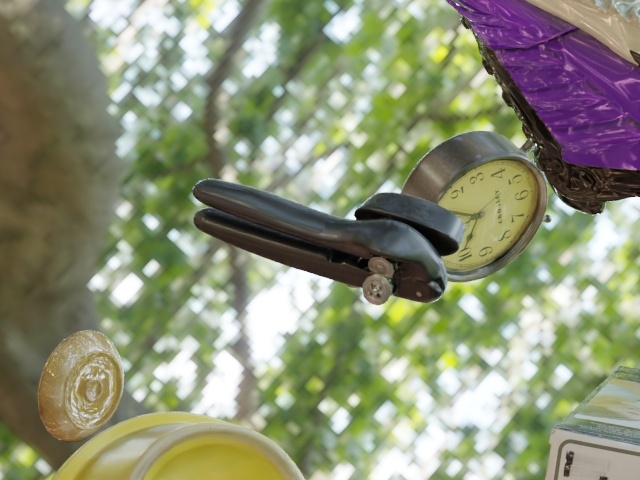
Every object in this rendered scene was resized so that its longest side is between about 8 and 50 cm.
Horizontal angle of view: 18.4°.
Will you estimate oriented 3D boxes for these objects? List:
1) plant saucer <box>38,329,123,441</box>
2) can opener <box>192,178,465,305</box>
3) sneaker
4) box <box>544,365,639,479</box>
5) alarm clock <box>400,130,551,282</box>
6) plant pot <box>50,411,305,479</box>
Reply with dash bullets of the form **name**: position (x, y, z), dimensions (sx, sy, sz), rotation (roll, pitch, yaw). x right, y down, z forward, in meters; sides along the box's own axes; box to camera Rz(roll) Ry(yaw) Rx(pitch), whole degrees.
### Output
- **plant saucer**: position (-0.170, 0.107, 1.437), dimensions (0.015, 0.083, 0.083), rotation (12, -31, 39)
- **can opener**: position (0.000, 0.000, 1.299), dimensions (0.186, 0.073, 0.059), rotation (10, -58, 19)
- **sneaker**: position (0.122, -0.088, 0.971), dimensions (0.293, 0.102, 0.146), rotation (35, -42, 23)
- **box**: position (0.205, 0.187, 1.295), dimensions (0.087, 0.169, 0.290), rotation (10, 5, 16)
- **alarm clock**: position (0.112, -0.024, 1.703), dimensions (0.064, 0.192, 0.129), rotation (44, -28, 43)
- **plant pot**: position (-0.112, 0.260, 1.692), dimensions (0.254, 0.254, 0.239), rotation (43, -24, -1)
